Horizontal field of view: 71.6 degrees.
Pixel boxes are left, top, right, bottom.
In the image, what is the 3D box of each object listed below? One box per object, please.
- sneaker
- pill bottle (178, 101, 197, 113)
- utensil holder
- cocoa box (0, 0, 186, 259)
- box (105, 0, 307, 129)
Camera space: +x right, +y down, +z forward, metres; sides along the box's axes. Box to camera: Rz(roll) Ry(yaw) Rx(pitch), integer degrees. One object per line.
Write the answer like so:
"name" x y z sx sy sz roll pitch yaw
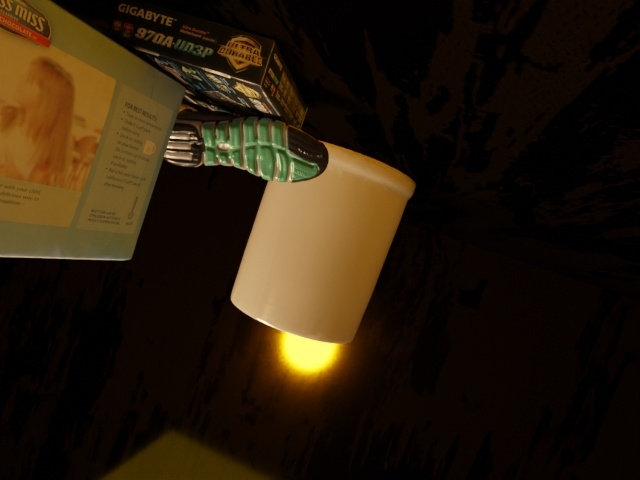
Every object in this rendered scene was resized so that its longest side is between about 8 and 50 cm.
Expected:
"sneaker" -0.097 -0.141 0.589 0.224 0.083 0.098 9 -142 -2
"pill bottle" -0.341 -0.279 0.968 0.078 0.078 0.137 21 -178 38
"utensil holder" 0.000 0.000 1.026 0.328 0.385 0.327 19 -177 -1
"cocoa box" -0.341 -0.123 0.407 0.228 0.231 0.347 20 -177 18
"box" -0.119 -0.199 0.546 0.175 0.051 0.220 19 -178 7
